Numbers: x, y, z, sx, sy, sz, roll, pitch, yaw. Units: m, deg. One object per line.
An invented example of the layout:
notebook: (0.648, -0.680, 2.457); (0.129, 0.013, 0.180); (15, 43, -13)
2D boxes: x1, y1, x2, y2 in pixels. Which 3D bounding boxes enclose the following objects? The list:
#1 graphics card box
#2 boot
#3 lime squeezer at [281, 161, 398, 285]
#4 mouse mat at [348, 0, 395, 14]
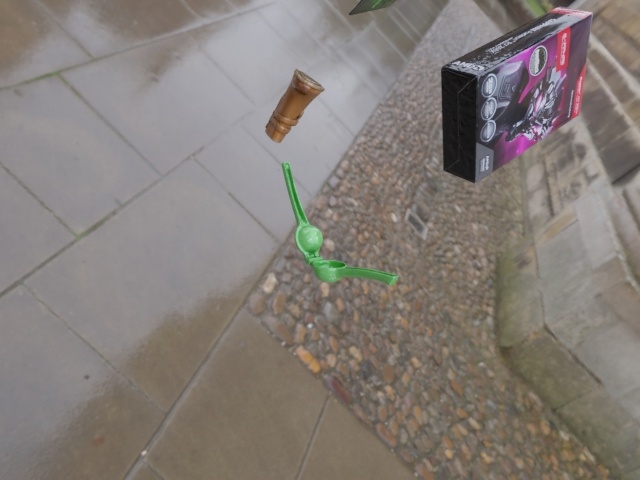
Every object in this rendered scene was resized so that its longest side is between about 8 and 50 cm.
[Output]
graphics card box: (0.398, -0.299, 1.238); (0.371, 0.232, 0.094); (-30, 42, -26)
boot: (-0.062, -0.277, 1.298); (0.073, 0.152, 0.197); (34, 6, -6)
lime squeezer: (0.000, 0.000, 1.024); (0.059, 0.109, 0.310); (-20, 53, -30)
mouse mat: (0.159, -0.549, 1.314); (0.153, 0.190, 0.007); (-29, 88, -38)
